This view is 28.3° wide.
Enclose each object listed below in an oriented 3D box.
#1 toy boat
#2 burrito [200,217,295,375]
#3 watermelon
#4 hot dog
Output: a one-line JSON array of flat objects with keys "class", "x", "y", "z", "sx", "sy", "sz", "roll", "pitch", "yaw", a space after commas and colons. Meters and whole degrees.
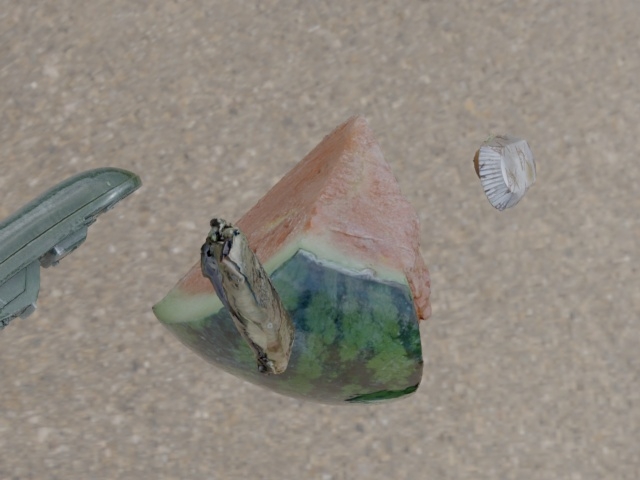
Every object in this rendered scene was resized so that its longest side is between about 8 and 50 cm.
[{"class": "toy boat", "x": -0.259, "y": 0.007, "z": 1.187, "sx": 0.085, "sy": 0.078, "sz": 0.260, "roll": 51, "pitch": 51, "yaw": -4}, {"class": "burrito", "x": -0.052, "y": 0.042, "z": 0.934, "sx": 0.171, "sy": 0.042, "sz": 0.051, "roll": 63, "pitch": 15, "yaw": -54}, {"class": "watermelon", "x": -0.031, "y": 0.023, "z": 1.268, "sx": 0.251, "sy": 0.283, "sz": 0.292, "roll": -10, "pitch": 68, "yaw": -18}, {"class": "hot dog", "x": 0.247, "y": -0.095, "z": 1.701, "sx": 0.192, "sy": 0.053, "sz": 0.099, "roll": -34, "pitch": 112, "yaw": -66}]
